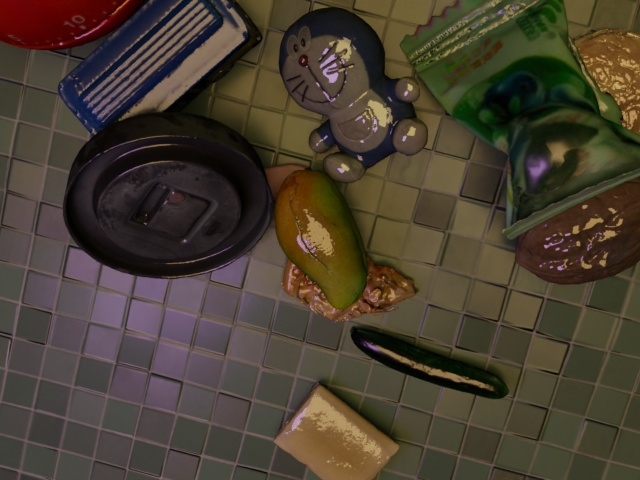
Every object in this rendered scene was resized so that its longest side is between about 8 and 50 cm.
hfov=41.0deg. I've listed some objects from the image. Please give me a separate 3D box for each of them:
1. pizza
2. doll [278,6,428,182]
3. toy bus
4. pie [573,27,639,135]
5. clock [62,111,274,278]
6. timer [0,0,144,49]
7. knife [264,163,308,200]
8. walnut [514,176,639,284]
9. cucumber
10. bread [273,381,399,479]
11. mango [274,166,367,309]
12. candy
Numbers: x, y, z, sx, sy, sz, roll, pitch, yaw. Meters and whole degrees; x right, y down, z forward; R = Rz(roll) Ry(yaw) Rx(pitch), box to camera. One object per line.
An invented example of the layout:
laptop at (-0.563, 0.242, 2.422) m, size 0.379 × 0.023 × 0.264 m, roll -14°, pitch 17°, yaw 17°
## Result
pizza at (0.039, 0.071, 1.425) m, size 0.226 × 0.069 × 0.147 m, roll 37°, pitch 98°, yaw -3°
doll at (0.044, -0.235, 1.323) m, size 0.228 × 0.154 × 0.258 m, roll -24°, pitch 111°, yaw 43°
toy bus at (-0.242, -0.276, 1.330) m, size 0.288 × 0.175 × 0.138 m, roll -40°, pitch 93°, yaw 9°
pie at (0.466, -0.240, 1.351) m, size 0.218 × 0.052 × 0.185 m, roll 31°, pitch 103°, yaw 1°
clock at (-0.233, -0.062, 1.330) m, size 0.319 × 0.066 × 0.319 m, roll -6°, pitch 138°, yaw -5°
timer at (-0.404, -0.469, 1.244) m, size 0.378 × 0.279 × 0.377 m, roll -1°, pitch 88°, yaw 16°
knife at (-0.172, -0.084, 1.437) m, size 0.336 × 0.043 × 0.081 m, roll -1°, pitch 105°, yaw 10°
walnut at (0.412, -0.014, 1.337) m, size 0.230 × 0.178 × 0.178 m, roll -24°, pitch 97°, yaw 9°
cucumber at (0.180, 0.211, 1.446) m, size 0.284 × 0.056 × 0.056 m, roll 20°, pitch 100°, yaw 5°
bread at (0.026, 0.345, 1.475) m, size 0.178 × 0.060 × 0.139 m, roll 40°, pitch 99°, yaw -3°
mango at (0.000, 0.000, 1.344) m, size 0.125 × 0.111 × 0.232 m, roll -18°, pitch 94°, yaw 4°
candy at (0.307, -0.218, 1.279) m, size 0.263 × 0.172 × 0.397 m, roll -30°, pitch 75°, yaw 11°
